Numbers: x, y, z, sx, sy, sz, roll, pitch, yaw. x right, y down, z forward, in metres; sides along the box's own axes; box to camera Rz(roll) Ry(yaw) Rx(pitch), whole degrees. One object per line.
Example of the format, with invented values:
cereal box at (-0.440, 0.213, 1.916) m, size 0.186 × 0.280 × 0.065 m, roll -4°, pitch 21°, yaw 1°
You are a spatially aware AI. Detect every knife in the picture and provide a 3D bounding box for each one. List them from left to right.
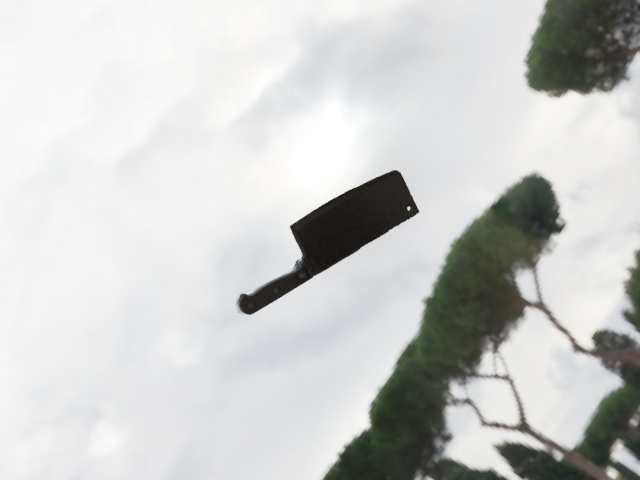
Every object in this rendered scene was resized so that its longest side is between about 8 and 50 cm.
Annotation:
knife at (0.000, 0.000, 1.237) m, size 0.245 × 0.019 × 0.072 m, roll -32°, pitch -72°, yaw -13°
